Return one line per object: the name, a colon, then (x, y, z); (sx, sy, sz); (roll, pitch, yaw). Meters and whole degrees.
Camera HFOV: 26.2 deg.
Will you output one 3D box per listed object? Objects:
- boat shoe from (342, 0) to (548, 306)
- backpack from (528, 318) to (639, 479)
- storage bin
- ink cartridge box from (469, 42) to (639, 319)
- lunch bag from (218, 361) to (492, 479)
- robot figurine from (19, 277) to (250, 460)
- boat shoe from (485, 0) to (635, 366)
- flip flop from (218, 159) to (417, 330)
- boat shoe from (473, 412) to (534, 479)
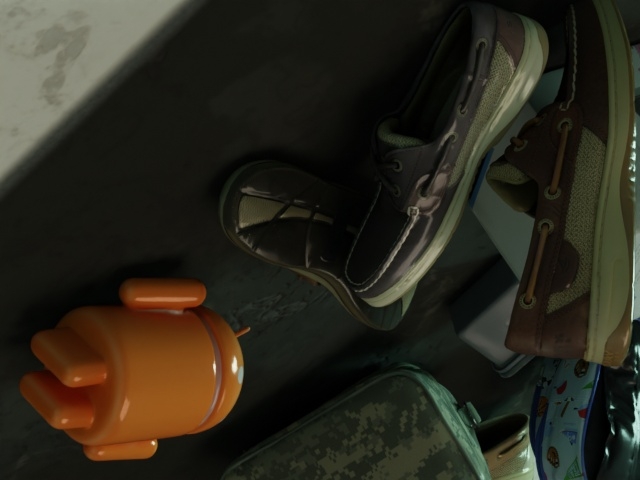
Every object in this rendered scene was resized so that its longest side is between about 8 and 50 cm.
boat shoe: (0.087, -0.077, 1.185); (0.092, 0.103, 0.285); (22, 107, -31)
backpack: (0.403, 0.258, 1.857); (0.276, 0.263, 0.213); (28, 153, -19)
storage bin: (0.220, 0.077, 1.621); (0.091, 0.098, 0.135); (31, 118, -29)
ink cartridge box: (0.327, -0.061, 1.369); (0.270, 0.197, 0.198); (-19, 150, -22)
lunch bag: (0.050, 0.292, 1.664); (0.305, 0.212, 0.256); (-32, 169, 8)
robot figurine: (-0.160, 0.117, 1.252); (0.219, 0.158, 0.128); (0, 168, -45)
boat shoe: (0.202, -0.060, 1.171); (0.123, 0.342, 0.123); (1, 159, 9)
flip flop: (0.000, 0.000, 1.271); (0.277, 0.080, 0.112); (26, 84, -43)
boat shoe: (0.165, 0.315, 1.943); (0.341, 0.121, 0.110); (-9, 109, -39)
